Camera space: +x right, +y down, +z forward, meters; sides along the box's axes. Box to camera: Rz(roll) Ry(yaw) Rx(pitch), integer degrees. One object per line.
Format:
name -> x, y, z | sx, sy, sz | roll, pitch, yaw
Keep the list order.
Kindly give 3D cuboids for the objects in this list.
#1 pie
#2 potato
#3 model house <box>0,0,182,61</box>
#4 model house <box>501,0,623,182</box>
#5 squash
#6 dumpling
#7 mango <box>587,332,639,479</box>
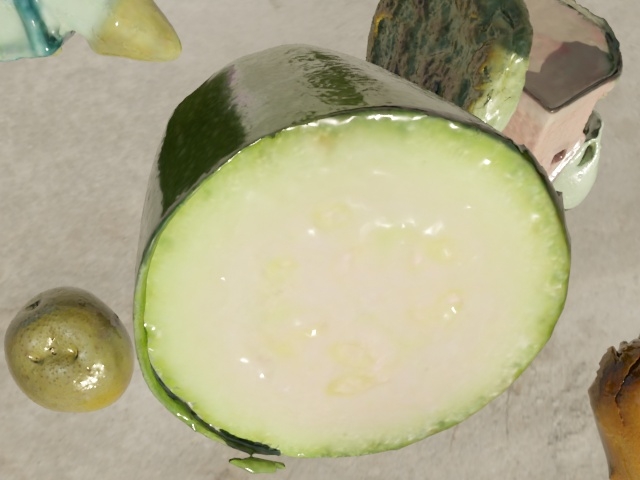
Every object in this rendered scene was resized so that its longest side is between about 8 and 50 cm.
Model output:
pie -> 0.139, -0.208, 1.196 | 0.067, 0.302, 0.302 | 5, 111, -30
potato -> -0.293, 0.131, 1.212 | 0.157, 0.194, 0.157 | 0, 87, 3
model house -> -0.241, -0.249, 0.799 | 0.325, 0.194, 0.267 | 33, 119, -9
model house -> 0.287, -0.212, 1.463 | 0.237, 0.202, 0.237 | 43, 150, 22
squash -> 0.000, 0.000, 0.413 | 0.170, 0.123, 0.170 | -10, 126, -15
dumpling -> 0.356, -0.122, 1.553 | 0.108, 0.152, 0.219 | 12, 134, -29
mango -> 0.485, 0.267, 1.402 | 0.201, 0.152, 0.287 | -22, 88, 9
